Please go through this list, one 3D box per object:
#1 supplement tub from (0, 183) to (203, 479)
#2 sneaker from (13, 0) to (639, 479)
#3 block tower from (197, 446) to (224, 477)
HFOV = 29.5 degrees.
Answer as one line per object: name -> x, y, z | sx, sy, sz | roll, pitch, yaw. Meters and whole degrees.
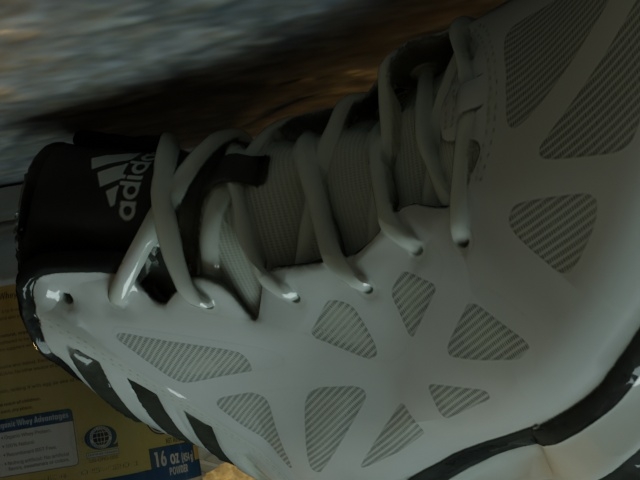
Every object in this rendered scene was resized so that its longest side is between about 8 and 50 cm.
supplement tub -> -0.153, 0.074, 0.720 | 0.144, 0.200, 0.144 | -9, 173, -1
sneaker -> 0.000, 0.001, 0.489 | 0.257, 0.169, 0.447 | 17, 146, -5
block tower -> -0.044, 0.103, 1.058 | 0.335, 0.091, 0.097 | -32, 149, 16
